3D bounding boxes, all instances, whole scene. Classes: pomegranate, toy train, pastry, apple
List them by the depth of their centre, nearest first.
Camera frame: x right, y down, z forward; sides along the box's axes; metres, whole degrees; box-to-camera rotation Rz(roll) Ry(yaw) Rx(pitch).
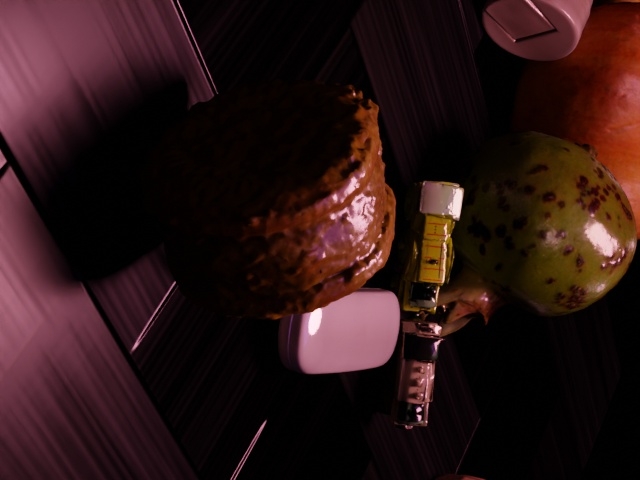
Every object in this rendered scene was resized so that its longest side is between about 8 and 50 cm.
[{"bbox_3d":[-0.035,-0.033,0.981,0.188,0.189,0.103,-53,142,-41],"label":"pastry"},{"bbox_3d":[0.097,0.065,1.340,0.085,0.053,0.249,-164,-99,-80],"label":"toy train"},{"bbox_3d":[0.211,0.004,1.424,0.263,0.211,0.211,-50,145,-4],"label":"pomegranate"},{"bbox_3d":[0.352,-0.139,1.580,0.286,0.233,0.285,10,90,-66],"label":"apple"}]

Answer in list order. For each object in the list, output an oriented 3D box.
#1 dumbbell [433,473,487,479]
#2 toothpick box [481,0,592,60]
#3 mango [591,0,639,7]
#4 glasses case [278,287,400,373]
[{"bbox_3d":[0.145,0.376,1.503,0.082,0.092,0.230,22,77,-32],"label":"dumbbell"},{"bbox_3d":[0.255,-0.298,1.493,0.180,0.111,0.111,-67,147,-26],"label":"toothpick box"},{"bbox_3d":[0.353,-0.355,1.634,0.157,0.109,0.262,-97,162,-51],"label":"mango"},{"bbox_3d":[0.020,0.081,1.237,0.197,0.049,0.076,2,96,-61],"label":"glasses case"}]
